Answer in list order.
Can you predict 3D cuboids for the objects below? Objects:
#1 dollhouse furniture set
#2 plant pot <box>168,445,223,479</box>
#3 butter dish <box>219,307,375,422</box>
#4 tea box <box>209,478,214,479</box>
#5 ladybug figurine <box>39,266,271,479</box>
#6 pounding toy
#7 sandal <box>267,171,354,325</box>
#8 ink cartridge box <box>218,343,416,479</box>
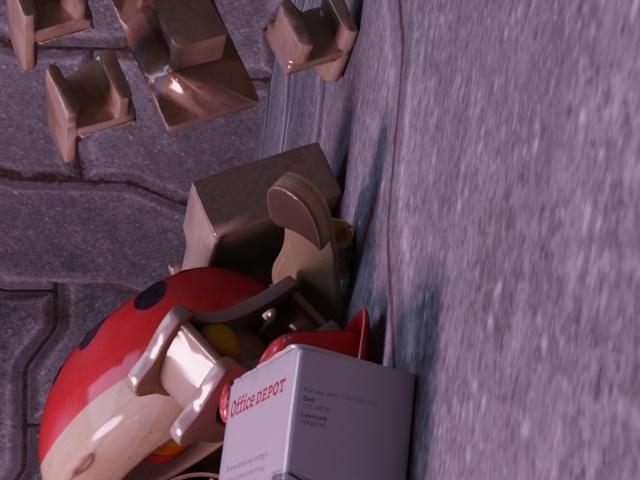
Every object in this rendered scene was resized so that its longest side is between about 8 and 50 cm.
[{"bbox_3d":[-0.143,-0.152,1.574,0.394,0.362,0.256,65,161,17],"label":"dollhouse furniture set"},{"bbox_3d":[-0.139,0.346,1.716,0.165,0.166,0.167,-75,-4,-73],"label":"plant pot"},{"bbox_3d":[-0.025,0.140,1.074,0.160,0.118,0.160,115,163,-70],"label":"butter dish"},{"bbox_3d":[-0.306,0.418,2.309,0.220,0.323,0.329,136,142,-81],"label":"tea box"},{"bbox_3d":[-0.179,0.162,1.490,0.449,0.305,0.162,-43,71,43],"label":"ladybug figurine"},{"bbox_3d":[-0.044,0.135,1.213,0.154,0.155,0.269,-48,-20,9],"label":"pounding toy"},{"bbox_3d":[0.005,0.003,1.262,0.079,0.088,0.240,-46,-26,-25],"label":"sandal"},{"bbox_3d":[-0.013,0.197,0.887,0.160,0.092,0.220,144,137,-64],"label":"ink cartridge box"}]
